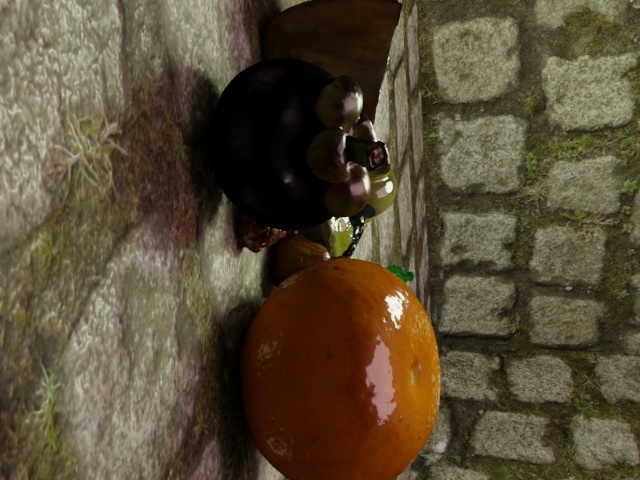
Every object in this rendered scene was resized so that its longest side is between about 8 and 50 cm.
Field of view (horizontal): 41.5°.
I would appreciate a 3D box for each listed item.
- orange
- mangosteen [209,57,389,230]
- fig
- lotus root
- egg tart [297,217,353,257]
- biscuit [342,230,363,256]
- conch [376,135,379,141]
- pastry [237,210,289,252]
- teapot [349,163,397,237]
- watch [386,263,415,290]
[{"bbox_3d":[0.030,0.241,1.533,0.424,0.326,0.423,27,58,-55],"label":"orange"},{"bbox_3d":[-0.025,-0.144,1.312,0.275,0.302,0.274,-18,113,-50],"label":"mangosteen"},{"bbox_3d":[-0.028,0.042,1.677,0.119,0.153,0.119,179,-90,-77],"label":"fig"},{"bbox_3d":[0.020,-0.337,1.659,0.316,0.250,0.316,7,90,-86],"label":"lotus root"},{"bbox_3d":[0.004,-0.042,1.746,0.197,0.078,0.197,53,-23,34],"label":"egg tart"},{"bbox_3d":[0.077,-0.042,2.022,0.194,0.053,0.194,21,90,-81],"label":"biscuit"},{"bbox_3d":[0.084,-0.242,2.155,0.137,0.114,0.233,-44,141,-52],"label":"conch"},{"bbox_3d":[-0.087,-0.077,1.509,0.115,0.097,0.208,60,34,-46],"label":"pastry"},{"bbox_3d":[0.074,-0.108,1.857,0.269,0.173,0.182,-91,-168,-53],"label":"teapot"},{"bbox_3d":[0.217,0.155,2.752,0.152,0.131,0.165,12,83,-57],"label":"watch"}]
